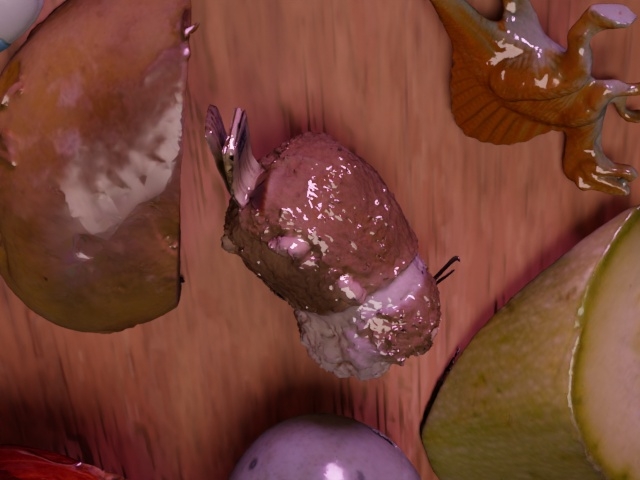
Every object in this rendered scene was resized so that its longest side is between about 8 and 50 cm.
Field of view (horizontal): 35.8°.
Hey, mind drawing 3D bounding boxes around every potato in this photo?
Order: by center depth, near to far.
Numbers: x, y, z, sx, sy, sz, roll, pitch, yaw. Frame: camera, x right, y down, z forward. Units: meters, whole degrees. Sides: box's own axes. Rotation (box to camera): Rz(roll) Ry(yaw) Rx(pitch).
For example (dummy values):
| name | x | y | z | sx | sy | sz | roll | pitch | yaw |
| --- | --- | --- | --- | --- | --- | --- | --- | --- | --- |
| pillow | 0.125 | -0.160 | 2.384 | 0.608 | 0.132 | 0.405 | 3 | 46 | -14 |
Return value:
| name | x | y | z | sx | sy | sz | roll | pitch | yaw |
| --- | --- | --- | --- | --- | --- | --- | --- | --- | --- |
| potato | -0.144 | -0.044 | 0.589 | 0.138 | 0.098 | 0.243 | 2 | 118 | -7 |

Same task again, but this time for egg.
| name | x | y | z | sx | sy | sz | roll | pitch | yaw |
| --- | --- | --- | --- | --- | --- | --- | --- | --- | --- |
| egg | 0.004 | 0.234 | 0.727 | 0.169 | 0.169 | 0.236 | -6 | 122 | -5 |

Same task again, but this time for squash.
| name | x | y | z | sx | sy | sz | roll | pitch | yaw |
| --- | --- | --- | --- | --- | --- | --- | --- | --- | --- |
| squash | 0.184 | 0.111 | 0.761 | 0.204 | 0.155 | 0.237 | -47 | 118 | -17 |

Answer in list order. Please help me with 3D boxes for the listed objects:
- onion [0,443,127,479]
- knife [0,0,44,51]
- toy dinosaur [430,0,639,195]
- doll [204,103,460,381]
| name | x | y | z | sx | sy | sz | roll | pitch | yaw |
| --- | --- | --- | --- | --- | --- | --- | --- | --- | --- |
| onion | -0.201 | 0.270 | 0.663 | 0.276 | 0.276 | 0.276 | -4 | 120 | -6 |
| knife | -0.260 | -0.111 | 0.570 | 0.222 | 0.031 | 0.064 | -20 | 125 | 8 |
| toy dinosaur | 0.123 | -0.106 | 0.625 | 0.212 | 0.057 | 0.142 | 16 | 136 | -4 |
| doll | -0.005 | -0.004 | 0.625 | 0.221 | 0.105 | 0.115 | 46 | 68 | -27 |
